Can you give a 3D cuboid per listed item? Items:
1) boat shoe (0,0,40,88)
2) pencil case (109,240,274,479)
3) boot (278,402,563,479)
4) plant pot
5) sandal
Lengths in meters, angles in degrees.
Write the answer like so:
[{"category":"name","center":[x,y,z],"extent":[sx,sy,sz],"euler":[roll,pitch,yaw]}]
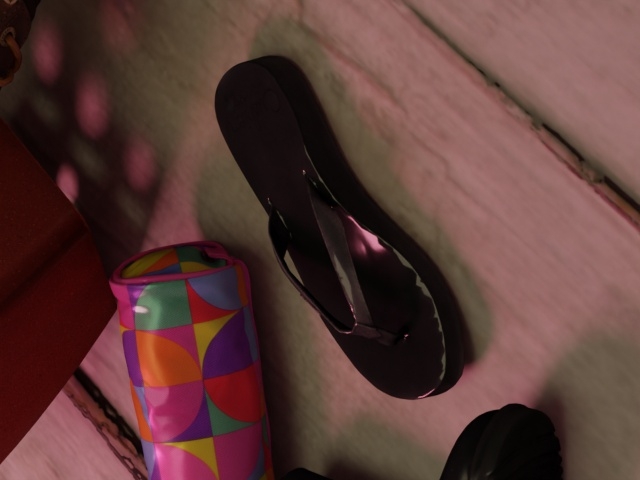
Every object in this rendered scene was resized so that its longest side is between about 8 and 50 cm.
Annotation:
[{"category":"boat shoe","center":[-0.247,-0.133,1.168],"extent":[0.123,0.342,0.123],"euler":[62,168,-7]},{"category":"pencil case","center":[-0.081,0.119,1.253],"extent":[0.104,0.104,0.236],"euler":[4,112,43]},{"category":"boot","center":[0.047,0.191,1.157],"extent":[0.207,0.094,0.246],"euler":[19,125,33]},{"category":"plant pot","center":[-0.299,0.026,1.281],"extent":[0.267,0.236,0.267],"euler":[49,166,18]},{"category":"sandal","center":[-0.001,0.000,1.153],"extent":[0.254,0.054,0.097],"euler":[56,135,11]}]
